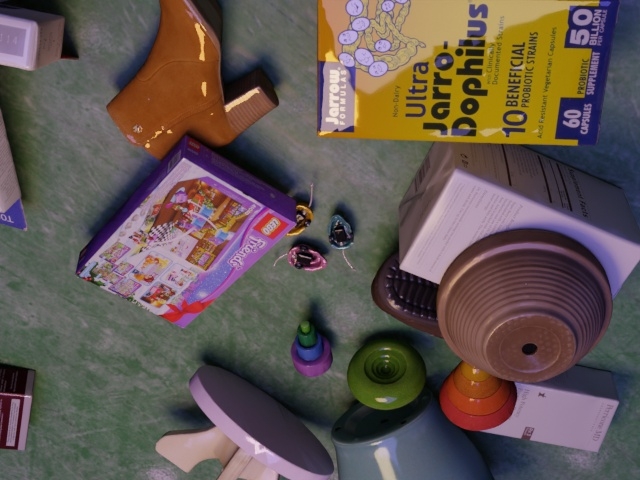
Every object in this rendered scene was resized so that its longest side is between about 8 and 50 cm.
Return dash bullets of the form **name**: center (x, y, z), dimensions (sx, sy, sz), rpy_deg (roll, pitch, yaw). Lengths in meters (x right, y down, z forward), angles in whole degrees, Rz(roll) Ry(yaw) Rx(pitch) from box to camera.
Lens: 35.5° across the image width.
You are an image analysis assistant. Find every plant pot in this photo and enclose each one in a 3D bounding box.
- **plant pot**: center (0.275, 0.113, 1.341), dimensions (0.237, 0.110, 0.237), rpy_deg (3, 125, 4)
- **plant pot**: center (0.148, 0.388, 1.637), dimensions (0.271, 0.271, 0.255), rpy_deg (-20, 103, 14)

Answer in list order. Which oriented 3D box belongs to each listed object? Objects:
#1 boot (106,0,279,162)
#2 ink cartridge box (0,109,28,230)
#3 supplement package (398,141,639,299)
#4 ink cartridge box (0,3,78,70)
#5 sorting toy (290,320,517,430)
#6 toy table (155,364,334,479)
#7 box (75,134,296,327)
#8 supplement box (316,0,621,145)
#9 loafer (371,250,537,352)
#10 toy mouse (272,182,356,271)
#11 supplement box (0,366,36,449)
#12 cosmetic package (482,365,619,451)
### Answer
- **boot**: center (-0.216, -0.238, 1.371), dimensions (0.211, 0.104, 0.295), rpy_deg (-27, 119, 17)
- **ink cartridge box**: center (-0.591, -0.141, 1.392), dimensions (0.324, 0.071, 0.330), rpy_deg (12, 136, 8)
- **supplement package**: center (0.278, -0.018, 1.426), dimensions (0.293, 0.175, 0.177), rpy_deg (22, 120, -9)
- **ink cartridge box**: center (-0.479, -0.284, 1.285), dimensions (0.296, 0.261, 0.066), rpy_deg (11, 104, -3)
- **sorting toy**: center (0.121, 0.183, 1.542), dimensions (0.365, 0.127, 0.126), rpy_deg (11, 144, 18)
- **toy table**: center (-0.131, 0.351, 1.648), dimensions (0.274, 0.252, 0.161), rpy_deg (39, 104, 13)
- **box**: center (-0.203, -0.003, 1.493), dimensions (0.201, 0.057, 0.293), rpy_deg (31, 125, -27)
- **supplement box**: center (0.176, -0.252, 1.286), dimensions (0.356, 0.195, 0.194), rpy_deg (2, 120, 3)
- **loafer**: center (0.236, 0.104, 1.550), dimensions (0.366, 0.130, 0.134), rpy_deg (24, 77, -18)
- **toy mouse**: center (0.000, 0.000, 1.538), dimensions (0.143, 0.031, 0.161), rpy_deg (33, 117, -15)
- **supplement box**: center (-0.612, 0.277, 1.689), dimensions (0.239, 0.073, 0.130), rpy_deg (8, 121, -16)
- **cosmetic package**: center (0.357, 0.262, 1.639), dimensions (0.231, 0.085, 0.117), rpy_deg (10, 121, -1)
